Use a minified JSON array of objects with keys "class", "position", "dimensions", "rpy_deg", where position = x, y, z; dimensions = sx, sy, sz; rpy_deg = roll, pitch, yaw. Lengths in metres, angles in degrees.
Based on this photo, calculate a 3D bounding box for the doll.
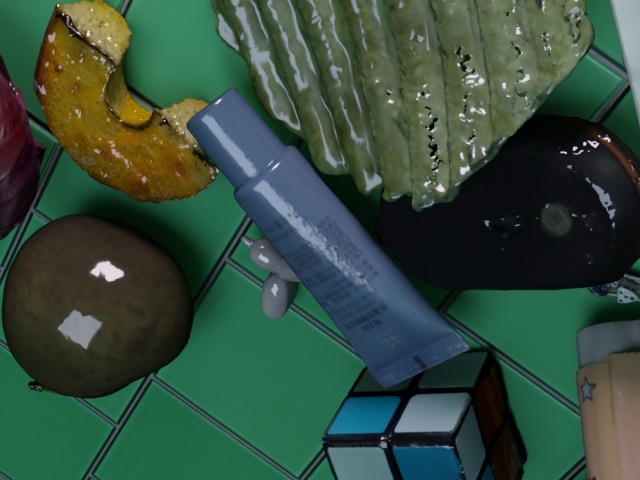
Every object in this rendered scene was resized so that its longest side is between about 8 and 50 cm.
[{"class":"doll","position":[-0.016,0.015,1.450],"dimensions":[0.161,0.059,0.160],"rpy_deg":[-5,118,28]}]

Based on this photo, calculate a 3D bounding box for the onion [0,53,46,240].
[{"class":"onion","position":[-0.507,-0.113,1.457],"dimensions":[0.347,0.285,0.348],"rpy_deg":[22,143,18]}]

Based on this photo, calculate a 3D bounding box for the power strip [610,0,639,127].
[{"class":"power strip","position":[0.302,-0.227,1.137],"dimensions":[0.062,0.091,0.385],"rpy_deg":[-8,115,25]}]

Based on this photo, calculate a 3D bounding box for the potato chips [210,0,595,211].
[{"class":"potato chips","position":[0.054,-0.221,1.222],"dimensions":[0.373,0.097,0.389],"rpy_deg":[-42,78,36]}]

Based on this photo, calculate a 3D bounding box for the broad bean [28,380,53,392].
[{"class":"broad bean","position":[-0.317,0.168,1.687],"dimensions":[0.213,0.048,0.070],"rpy_deg":[-22,108,30]}]

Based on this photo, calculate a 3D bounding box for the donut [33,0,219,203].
[{"class":"donut","position":[-0.232,-0.146,1.423],"dimensions":[0.259,0.101,0.152],"rpy_deg":[45,127,-8]}]

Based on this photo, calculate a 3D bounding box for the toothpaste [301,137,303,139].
[{"class":"toothpaste","position":[0.018,-0.123,1.379],"dimensions":[0.083,0.015,0.024],"rpy_deg":[-2,126,20]}]

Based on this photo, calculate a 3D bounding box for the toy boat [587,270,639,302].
[{"class":"toy boat","position":[0.329,0.052,1.329],"dimensions":[0.083,0.038,0.038],"rpy_deg":[8,122,21]}]

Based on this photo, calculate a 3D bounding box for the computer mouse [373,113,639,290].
[{"class":"computer mouse","position":[0.202,-0.036,1.279],"dimensions":[0.323,0.116,0.183],"rpy_deg":[-2,109,42]}]

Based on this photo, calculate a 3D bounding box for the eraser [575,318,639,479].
[{"class":"eraser","position":[0.354,0.226,1.281],"dimensions":[0.171,0.291,0.087],"rpy_deg":[-14,158,28]}]

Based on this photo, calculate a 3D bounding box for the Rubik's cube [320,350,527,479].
[{"class":"Rubik's cube","position":[0.127,0.250,1.452],"dimensions":[0.167,0.180,0.183],"rpy_deg":[-7,118,29]}]

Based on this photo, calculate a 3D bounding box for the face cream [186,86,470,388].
[{"class":"face cream","position":[0.000,0.000,1.357],"dimensions":[0.135,0.086,0.385],"rpy_deg":[-31,104,38]}]

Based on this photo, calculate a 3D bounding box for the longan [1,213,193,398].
[{"class":"longan","position":[-0.280,0.088,1.525],"dimensions":[0.246,0.215,0.246],"rpy_deg":[35,147,28]}]
